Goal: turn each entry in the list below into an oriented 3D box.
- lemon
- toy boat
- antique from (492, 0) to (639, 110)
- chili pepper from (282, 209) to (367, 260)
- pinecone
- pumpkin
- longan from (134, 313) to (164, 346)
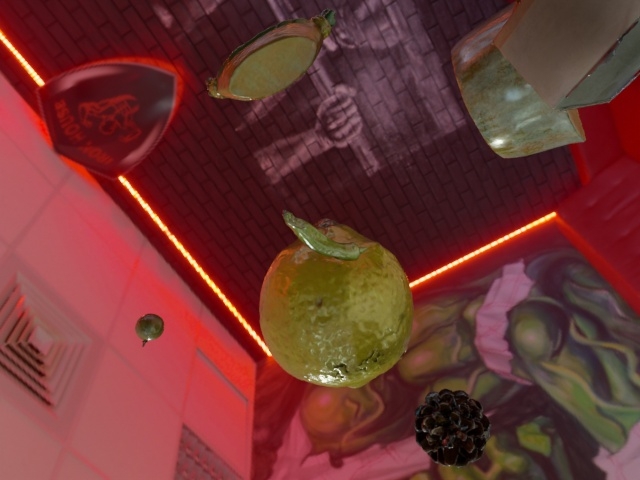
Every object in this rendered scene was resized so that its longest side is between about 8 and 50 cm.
[{"bbox_3d":[0.033,0.144,1.241,0.350,0.350,0.387,-13,-91,-78],"label":"lemon"},{"bbox_3d":[-0.069,-0.273,0.824,0.089,0.229,0.088,60,-178,-36],"label":"toy boat"},{"bbox_3d":[0.314,-0.257,0.638,0.147,0.152,0.148,-15,-117,-36],"label":"antique"},{"bbox_3d":[-0.001,0.001,1.053,0.208,0.049,0.043,23,-116,-32],"label":"chili pepper"},{"bbox_3d":[0.230,0.331,0.980,0.121,0.140,0.140,36,-152,-63],"label":"pinecone"},{"bbox_3d":[0.413,-0.334,1.178,0.332,0.199,0.332,29,-129,-45],"label":"pumpkin"},{"bbox_3d":[-0.417,0.219,1.338,0.075,0.075,0.083,42,-123,-59],"label":"longan"}]
